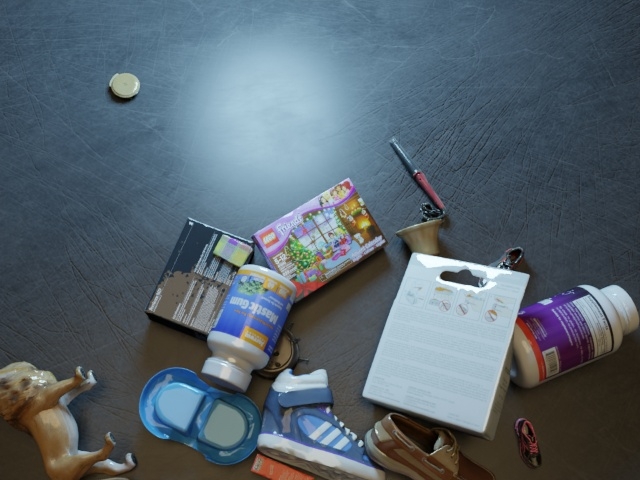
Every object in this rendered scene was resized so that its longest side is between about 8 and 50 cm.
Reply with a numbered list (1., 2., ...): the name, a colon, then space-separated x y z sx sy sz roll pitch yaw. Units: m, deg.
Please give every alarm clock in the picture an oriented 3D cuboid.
1. alarm clock: -0.135 0.280 1.818 0.192 0.064 0.129 -23 73 -6

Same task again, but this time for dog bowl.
1. dog bowl: -0.278 0.417 1.757 0.297 0.074 0.166 23 71 6

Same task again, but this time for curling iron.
1. curling iron: 0.256 -0.164 2.000 0.068 0.035 0.274 -23 73 -10

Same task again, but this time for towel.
1. towel: -0.215 0.027 1.825 0.083 0.009 0.060 25 71 5

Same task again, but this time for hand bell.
1. hand bell: 0.282 0.079 1.893 0.126 0.126 0.242 -14 83 -7

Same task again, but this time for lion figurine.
1. lion figurine: -0.601 0.440 1.705 0.240 0.142 0.392 -27 78 -3

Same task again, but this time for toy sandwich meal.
1. toy sandwich meal: -0.543 -0.427 2.067 0.085 0.029 0.085 2 71 -6

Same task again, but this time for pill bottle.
1. pill bottle: 0.592 0.221 1.801 0.323 0.181 0.181 -20 73 -10
2. pill bottle: -0.171 0.207 1.735 0.152 0.152 0.272 21 69 5

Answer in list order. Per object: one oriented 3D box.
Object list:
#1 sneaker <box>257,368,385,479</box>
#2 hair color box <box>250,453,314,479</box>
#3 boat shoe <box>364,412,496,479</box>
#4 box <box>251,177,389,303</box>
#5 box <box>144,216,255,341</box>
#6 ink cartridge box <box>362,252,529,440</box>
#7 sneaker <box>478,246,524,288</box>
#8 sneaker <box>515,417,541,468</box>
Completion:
1. sneaker: 0.023 0.420 1.740 0.323 0.130 0.236 21 59 -8
2. hair color box: -0.087 0.541 1.721 0.141 0.072 0.043 21 72 5
3. boat shoe: 0.263 0.491 1.691 0.324 0.123 0.116 24 116 -8
4. box: 0.000 0.000 1.886 0.293 0.057 0.201 -32 90 -16
5. box: -0.295 0.101 1.851 0.184 0.103 0.261 22 71 1
6. ink cartridge box: 0.304 0.240 1.760 0.308 0.091 0.385 11 70 31
7. sneaker: 0.465 0.069 1.911 0.061 0.065 0.158 40 74 11
8. sneaker: 0.499 0.482 1.772 0.047 0.057 0.119 -13 73 -9
